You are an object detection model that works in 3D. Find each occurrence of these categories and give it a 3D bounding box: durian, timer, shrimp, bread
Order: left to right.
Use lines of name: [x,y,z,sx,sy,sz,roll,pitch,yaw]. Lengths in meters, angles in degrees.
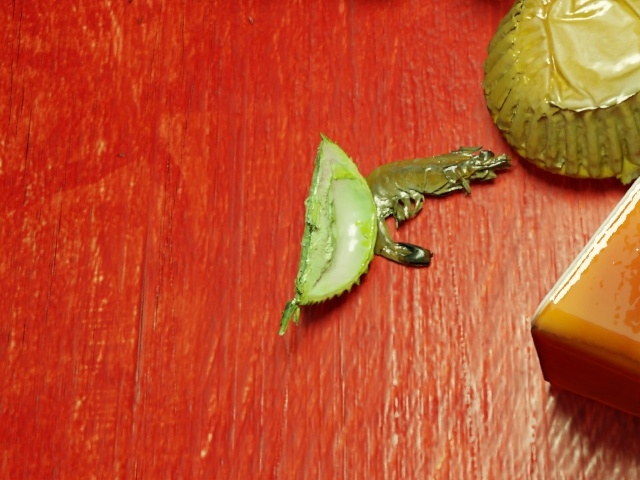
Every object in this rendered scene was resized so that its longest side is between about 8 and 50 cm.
durian: [0.000,0.000,1.393,0.086,0.100,0.215,2,79,35]
shrimp: [0.121,-0.036,1.407,0.178,0.034,0.124,-9,69,18]
bread: [0.275,-0.181,1.354,0.240,0.139,0.240,-9,63,17]
timer: [0.315,0.024,1.195,0.161,0.257,0.250,21,79,18]
